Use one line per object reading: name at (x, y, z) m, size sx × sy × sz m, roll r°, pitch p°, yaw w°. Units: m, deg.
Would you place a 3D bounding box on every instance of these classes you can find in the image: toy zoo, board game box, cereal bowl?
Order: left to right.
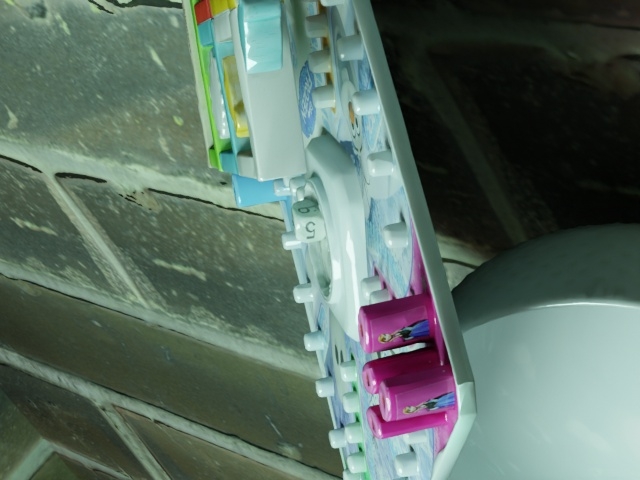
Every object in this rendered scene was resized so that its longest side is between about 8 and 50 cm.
toy zoo at (-0.052, -0.135, 1.053) m, size 0.293 × 0.030 × 0.192 m, roll -162°, pitch 63°, yaw -79°
board game box at (0.000, 0.000, 1.128) m, size 0.390 × 0.050 × 0.390 m, roll 102°, pitch 157°, yaw -63°
cereal bowl at (0.223, 0.110, 1.134) m, size 0.339 × 0.141 × 0.339 m, roll 15°, pitch 140°, yaw 14°
